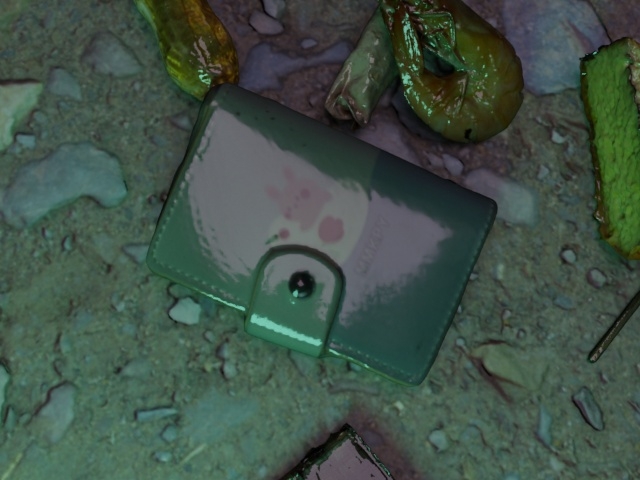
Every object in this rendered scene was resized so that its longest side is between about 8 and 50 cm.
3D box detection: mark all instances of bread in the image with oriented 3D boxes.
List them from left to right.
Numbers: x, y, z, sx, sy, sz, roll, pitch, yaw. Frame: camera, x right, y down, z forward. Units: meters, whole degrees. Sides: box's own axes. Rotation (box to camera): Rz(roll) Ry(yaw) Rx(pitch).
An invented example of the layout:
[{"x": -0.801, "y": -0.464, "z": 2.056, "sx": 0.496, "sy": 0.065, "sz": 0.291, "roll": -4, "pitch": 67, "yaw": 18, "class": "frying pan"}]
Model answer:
[{"x": 0.396, "y": -0.112, "z": 1.094, "sx": 0.134, "sy": 0.129, "sz": 0.260, "roll": -6, "pitch": 79, "yaw": -15, "class": "bread"}]

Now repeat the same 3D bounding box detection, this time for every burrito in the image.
[{"x": 0.094, "y": -0.247, "z": 1.121, "sx": 0.082, "sy": 0.059, "sz": 0.275, "roll": 39, "pitch": 76, "yaw": -29, "class": "burrito"}]

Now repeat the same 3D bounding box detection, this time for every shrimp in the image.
[{"x": 0.137, "y": -0.221, "z": 1.084, "sx": 0.145, "sy": 0.061, "sz": 0.267, "roll": -50, "pitch": 120, "yaw": -6, "class": "shrimp"}]

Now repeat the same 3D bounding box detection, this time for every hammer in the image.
[{"x": 0.407, "y": 0.033, "z": 1.115, "sx": 0.058, "sy": 0.029, "sz": 0.292, "roll": 40, "pitch": 78, "yaw": 6, "class": "hammer"}]

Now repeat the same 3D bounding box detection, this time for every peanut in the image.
[{"x": -0.159, "y": -0.250, "z": 1.090, "sx": 0.087, "sy": 0.087, "sz": 0.207, "roll": -26, "pitch": 79, "yaw": -11, "class": "peanut"}]

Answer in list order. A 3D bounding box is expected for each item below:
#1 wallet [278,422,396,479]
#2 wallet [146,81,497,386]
[{"x": -0.040, "y": 0.357, "z": 0.984, "sx": 0.317, "sy": 0.044, "sz": 0.169, "roll": -38, "pitch": 80, "yaw": -14, "class": "wallet"}, {"x": 0.000, "y": 0.000, "z": 1.037, "sx": 0.360, "sy": 0.083, "sz": 0.252, "roll": 23, "pitch": 82, "yaw": -5, "class": "wallet"}]
